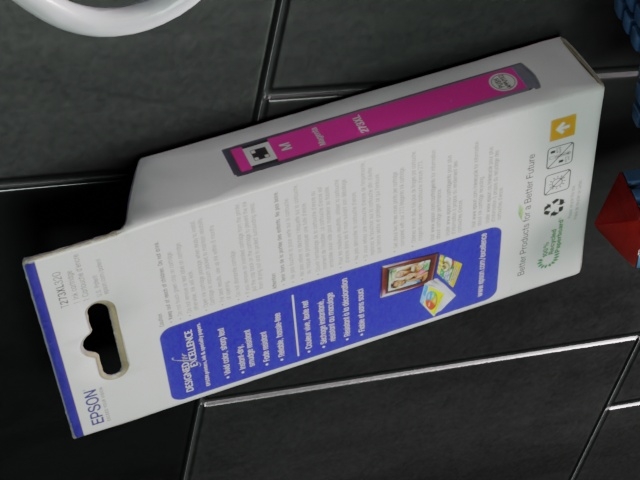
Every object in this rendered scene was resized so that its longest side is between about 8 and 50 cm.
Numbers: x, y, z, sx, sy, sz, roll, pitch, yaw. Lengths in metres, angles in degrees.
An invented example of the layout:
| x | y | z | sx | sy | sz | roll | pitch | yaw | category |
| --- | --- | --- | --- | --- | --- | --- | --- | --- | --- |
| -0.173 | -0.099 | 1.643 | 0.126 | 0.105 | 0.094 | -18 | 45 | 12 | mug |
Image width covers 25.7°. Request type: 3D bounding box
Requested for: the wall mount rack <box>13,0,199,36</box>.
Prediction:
| x | y | z | sx | sy | sz | roll | pitch | yaw | category |
| --- | --- | --- | --- | --- | --- | --- | --- | --- | --- |
| -0.129 | -0.244 | 0.499 | 0.304 | 0.130 | 0.350 | -44 | 140 | 5 | wall mount rack |

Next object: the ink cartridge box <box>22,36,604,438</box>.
| x | y | z | sx | sy | sz | roll | pitch | yaw | category |
| --- | --- | --- | --- | --- | --- | --- | --- | --- | --- |
| 0.000 | 0.000 | 0.898 | 0.371 | 0.069 | 0.175 | -19 | 139 | -14 | ink cartridge box |

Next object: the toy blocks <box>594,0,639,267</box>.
| x | y | z | sx | sy | sz | roll | pitch | yaw | category |
| --- | --- | --- | --- | --- | --- | --- | --- | --- | --- |
| 0.304 | -0.128 | 0.873 | 0.261 | 0.190 | 0.381 | -8 | 137 | -6 | toy blocks |
